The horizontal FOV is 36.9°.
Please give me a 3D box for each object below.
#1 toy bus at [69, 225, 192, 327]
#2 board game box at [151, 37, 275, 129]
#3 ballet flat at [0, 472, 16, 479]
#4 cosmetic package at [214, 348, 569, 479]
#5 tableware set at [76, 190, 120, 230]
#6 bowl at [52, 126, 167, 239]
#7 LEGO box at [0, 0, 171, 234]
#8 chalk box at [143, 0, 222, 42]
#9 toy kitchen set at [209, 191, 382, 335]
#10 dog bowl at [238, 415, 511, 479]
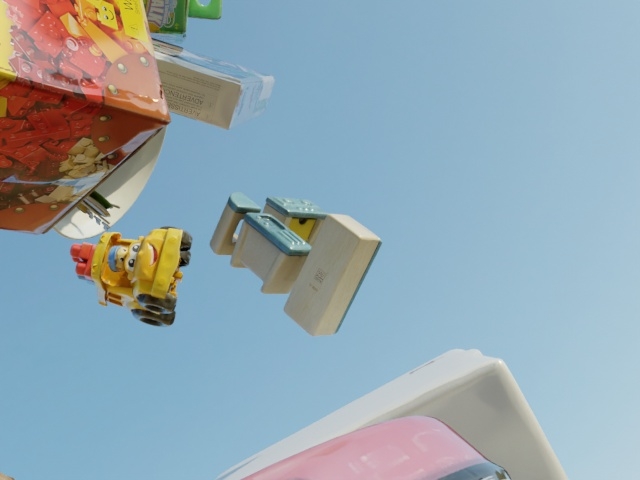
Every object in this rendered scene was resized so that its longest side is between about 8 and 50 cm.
[{"bbox_3d":[-0.343,0.047,1.700,0.211,0.149,0.220,16,-20,-6],"label":"toy bus"},{"bbox_3d":[-0.162,-0.182,1.051,0.305,0.193,0.053,-70,-2,-79],"label":"board game box"},{"bbox_3d":[-0.291,0.265,0.635,0.116,0.342,0.124,-34,-70,23],"label":"ballet flat"},{"bbox_3d":[0.105,0.350,0.930,0.327,0.394,0.329,-28,-6,0],"label":"cosmetic package"},{"bbox_3d":[-0.288,-0.060,1.155,0.024,0.104,0.154,-53,4,-14],"label":"tableware set"},{"bbox_3d":[-0.344,-0.160,1.343,0.298,0.134,0.298,-56,-22,-36],"label":"bowl"},{"bbox_3d":[-0.355,-0.282,0.708,0.193,0.500,0.372,-34,-29,34],"label":"LEGO box"},{"bbox_3d":[-0.242,-0.348,1.330,0.213,0.132,0.132,2,-85,-9],"label":"chalk box"},{"bbox_3d":[0.000,0.000,1.100,0.166,0.207,0.122,3,-62,-51],"label":"toy kitchen set"},{"bbox_3d":[-0.043,0.239,0.468,0.408,0.150,0.408,-28,-22,-13],"label":"dog bowl"}]
